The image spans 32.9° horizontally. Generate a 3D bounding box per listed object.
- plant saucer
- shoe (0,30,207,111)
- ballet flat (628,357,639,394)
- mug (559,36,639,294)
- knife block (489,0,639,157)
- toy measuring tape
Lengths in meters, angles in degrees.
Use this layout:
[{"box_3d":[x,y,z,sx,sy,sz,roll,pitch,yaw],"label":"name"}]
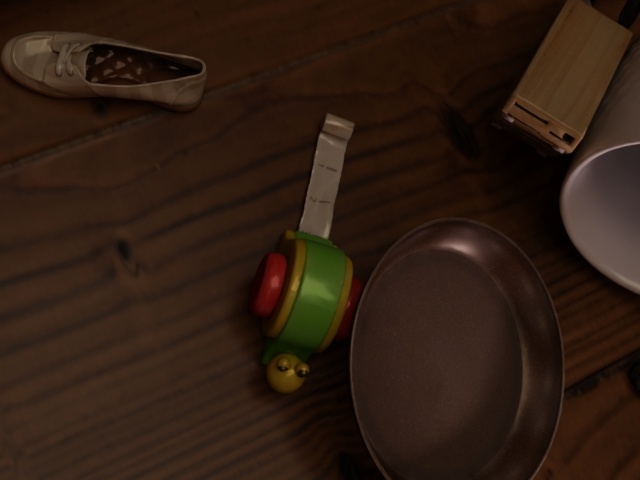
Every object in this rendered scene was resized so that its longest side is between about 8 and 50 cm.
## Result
[{"box_3d":[0.138,0.132,1.137,0.311,0.050,0.310,6,80,-38],"label":"plant saucer"},{"box_3d":[-0.226,-0.187,1.148,0.219,0.058,0.076,7,72,-17],"label":"shoe"},{"box_3d":[0.434,0.197,1.261,0.173,0.049,0.057,36,67,-6],"label":"ballet flat"},{"box_3d":[0.449,-0.159,1.205,0.276,0.374,0.328,16,56,21],"label":"mug"},{"box_3d":[0.296,-0.218,1.237,0.088,0.276,0.242,31,95,3],"label":"knife block"},{"box_3d":[0.000,0.000,1.139,0.121,0.121,0.330,18,69,-13],"label":"toy measuring tape"}]
